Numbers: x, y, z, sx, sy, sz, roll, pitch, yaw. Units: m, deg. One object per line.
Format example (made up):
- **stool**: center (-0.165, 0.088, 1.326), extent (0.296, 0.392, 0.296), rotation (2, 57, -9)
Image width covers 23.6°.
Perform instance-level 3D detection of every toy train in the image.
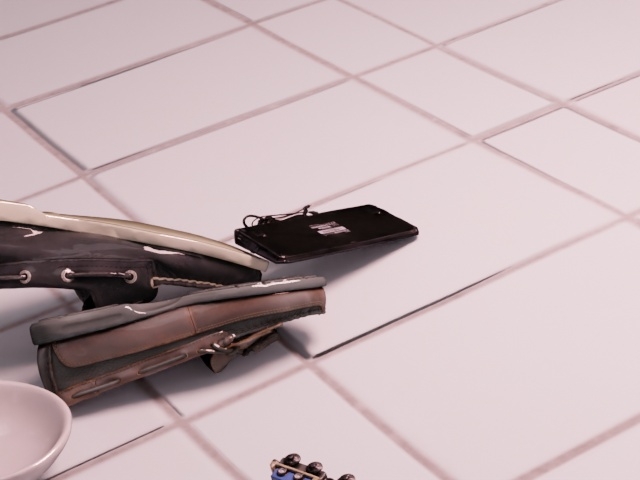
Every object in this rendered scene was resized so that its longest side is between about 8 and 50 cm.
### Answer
- **toy train**: center (0.022, 0.200, 1.173), extent (0.158, 0.027, 0.036), rotation (15, 48, 34)

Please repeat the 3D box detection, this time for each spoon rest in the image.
- **spoon rest**: center (-0.341, 0.158, 1.278), extent (0.276, 0.084, 0.137), rotation (0, 31, 16)

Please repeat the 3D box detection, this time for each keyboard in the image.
- **keyboard**: center (0.000, 0.000, 1.504), extent (0.192, 0.038, 0.100), rotation (-10, 31, -42)

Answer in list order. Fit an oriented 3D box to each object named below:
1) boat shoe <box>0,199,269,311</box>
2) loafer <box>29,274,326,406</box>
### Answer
- **boat shoe**: center (-0.219, 0.032, 1.433), extent (0.340, 0.113, 0.127), rotation (10, 1, -22)
- **loafer**: center (-0.121, 0.089, 1.371), extent (0.267, 0.084, 0.096), rotation (-9, -2, -10)
